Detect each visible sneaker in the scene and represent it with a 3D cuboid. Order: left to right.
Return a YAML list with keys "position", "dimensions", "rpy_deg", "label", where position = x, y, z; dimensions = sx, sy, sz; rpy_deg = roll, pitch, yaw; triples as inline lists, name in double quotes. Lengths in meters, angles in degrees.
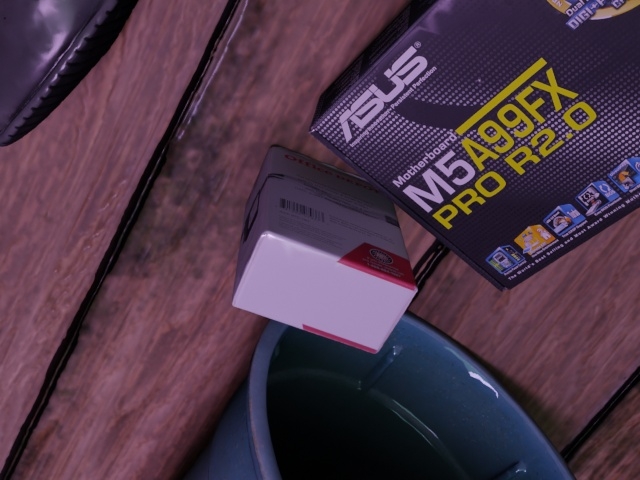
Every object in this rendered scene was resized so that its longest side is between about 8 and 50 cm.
- position: [-0.157, -0.218, 0.398]
  dimensions: [0.146, 0.122, 0.331]
  rpy_deg: [29, 105, -18]
  label: "sneaker"

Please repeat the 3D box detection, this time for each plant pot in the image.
- position: [-0.001, 0.278, 0.541]
  dimensions: [0.341, 0.341, 0.334]
  rpy_deg: [32, 116, -17]
  label: "plant pot"

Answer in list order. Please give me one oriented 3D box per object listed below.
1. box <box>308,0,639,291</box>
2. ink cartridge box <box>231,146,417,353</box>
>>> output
- position: [0.159, -0.106, 0.463]
  dimensions: [0.216, 0.060, 0.270]
  rpy_deg: [37, 124, -20]
  label: "box"
- position: [0.000, 0.000, 0.493]
  dimensions: [0.109, 0.150, 0.063]
  rpy_deg: [20, 116, -12]
  label: "ink cartridge box"
